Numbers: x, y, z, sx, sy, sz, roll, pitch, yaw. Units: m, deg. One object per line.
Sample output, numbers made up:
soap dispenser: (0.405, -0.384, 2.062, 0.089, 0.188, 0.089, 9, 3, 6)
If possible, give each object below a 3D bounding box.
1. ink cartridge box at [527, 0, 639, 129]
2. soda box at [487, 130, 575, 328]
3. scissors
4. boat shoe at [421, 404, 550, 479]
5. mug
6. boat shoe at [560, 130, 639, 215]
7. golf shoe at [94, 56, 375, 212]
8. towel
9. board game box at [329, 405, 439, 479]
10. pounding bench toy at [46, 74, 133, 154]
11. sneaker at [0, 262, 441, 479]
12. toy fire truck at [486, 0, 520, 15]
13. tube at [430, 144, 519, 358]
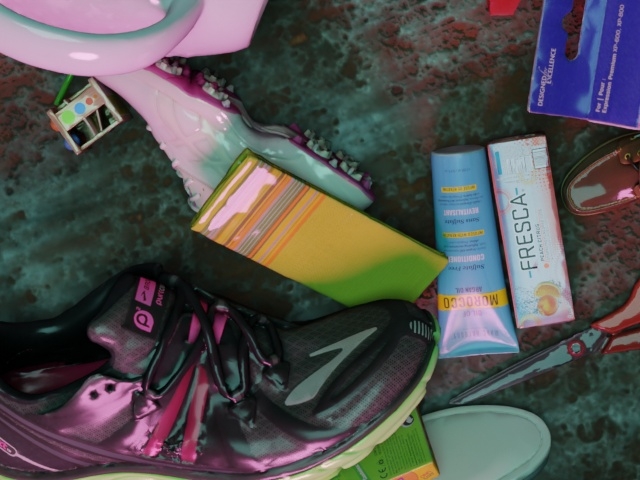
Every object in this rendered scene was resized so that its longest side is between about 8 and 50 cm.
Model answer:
ink cartridge box: (0.381, -0.178, 1.824, 0.371, 0.069, 0.175, 7, 96, -14)
soda box: (0.202, -0.011, 1.917, 0.058, 0.063, 0.183, -9, 95, 6)
scissors: (0.264, 0.088, 1.948, 0.297, 0.021, 0.109, -10, 98, 7)
boat shoe: (0.082, 0.262, 1.960, 0.319, 0.116, 0.099, -25, 137, 1)
mug: (-0.200, -0.278, 1.780, 0.328, 0.374, 0.276, 20, 133, -3)
boat shoe: (0.312, -0.076, 1.902, 0.178, 0.060, 0.064, -24, 94, 7)
golf shoe: (-0.103, -0.080, 1.915, 0.306, 0.115, 0.140, 32, 103, 1)
towel: (0.000, 0.000, 1.887, 0.237, 0.021, 0.102, 27, 120, -25)
board game box: (-0.021, 0.221, 1.942, 0.259, 0.039, 0.124, -21, 50, 6)
pounding bench toy: (-0.237, -0.133, 1.949, 0.065, 0.052, 0.083, -35, 92, 8)
sneaker: (-0.125, 0.125, 1.880, 0.483, 0.185, 0.202, -9, 128, 5)
toy fire truck: (0.230, -0.283, 1.840, 0.135, 0.192, 0.047, -3, 61, -12)
tube: (0.143, 0.012, 1.937, 0.080, 0.052, 0.207, -4, 102, 17)
